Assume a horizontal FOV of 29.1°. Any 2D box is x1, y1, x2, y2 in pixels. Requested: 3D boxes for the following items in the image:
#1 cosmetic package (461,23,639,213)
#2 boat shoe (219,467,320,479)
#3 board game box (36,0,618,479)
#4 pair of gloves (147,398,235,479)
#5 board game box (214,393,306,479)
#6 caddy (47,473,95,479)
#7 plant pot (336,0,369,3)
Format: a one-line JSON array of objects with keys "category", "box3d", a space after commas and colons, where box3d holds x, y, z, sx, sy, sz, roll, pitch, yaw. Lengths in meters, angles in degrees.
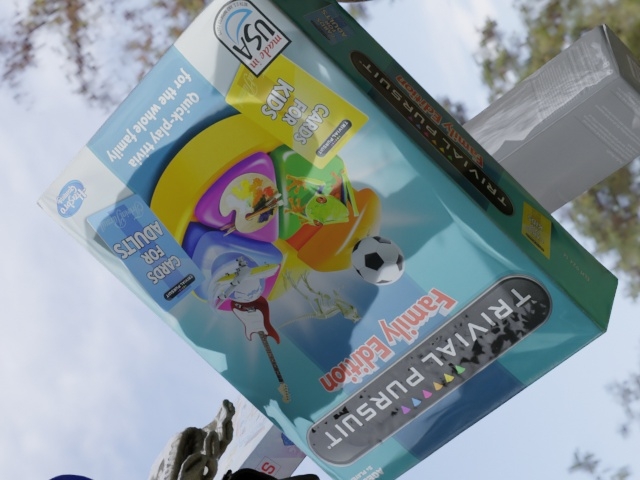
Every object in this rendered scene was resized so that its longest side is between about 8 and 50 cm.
[{"category": "cosmetic package", "box3d": [0.276, -0.123, 1.443, 0.127, 0.238, 0.107, 35, -145, -36]}, {"category": "boat shoe", "box3d": [-0.039, 0.149, 0.699, 0.049, 0.133, 0.042, -1, -98, -32]}, {"category": "board game box", "box3d": [0.000, 0.000, 0.881, 0.336, 0.254, 0.079, 44, -147, -6]}, {"category": "pair of gloves", "box3d": [-0.114, 0.248, 0.870, 0.042, 0.204, 0.240, 21, -150, -13]}, {"category": "board game box", "box3d": [-0.082, 0.270, 1.732, 0.066, 0.318, 0.319, 35, -167, -9]}, {"category": "caddy", "box3d": [-0.238, 0.261, 0.735, 0.241, 0.179, 0.341, 28, -162, -13]}, {"category": "plant pot", "box3d": [-0.015, -0.355, 1.021, 0.263, 0.263, 0.229, 38, -179, -45]}]
